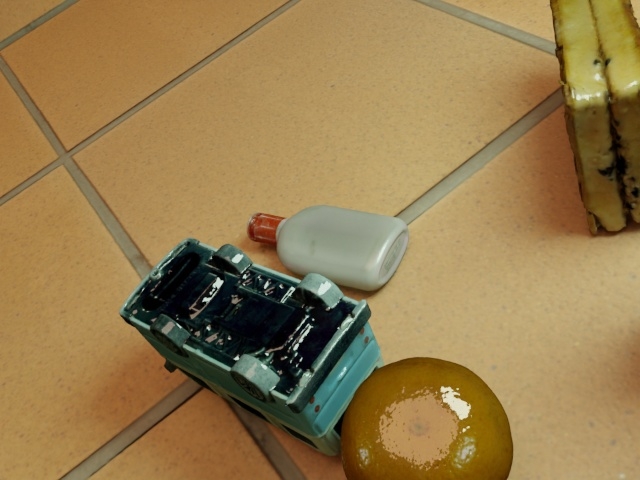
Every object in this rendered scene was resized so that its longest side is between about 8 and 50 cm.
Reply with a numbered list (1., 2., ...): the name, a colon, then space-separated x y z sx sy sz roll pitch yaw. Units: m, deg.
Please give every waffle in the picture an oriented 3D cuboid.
1. waffle: 0.323 -0.184 0.854 0.091 0.213 0.308 -9 47 22

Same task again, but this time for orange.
1. orange: 0.096 0.185 0.678 0.156 0.124 0.156 -7 63 13

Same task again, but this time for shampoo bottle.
1. shampoo bottle: 0.000 0.000 0.955 0.220 0.051 0.108 12 58 34

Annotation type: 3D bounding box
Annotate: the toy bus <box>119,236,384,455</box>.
1. toy bus: -0.069 0.112 0.796 0.271 0.165 0.133 18 58 38
